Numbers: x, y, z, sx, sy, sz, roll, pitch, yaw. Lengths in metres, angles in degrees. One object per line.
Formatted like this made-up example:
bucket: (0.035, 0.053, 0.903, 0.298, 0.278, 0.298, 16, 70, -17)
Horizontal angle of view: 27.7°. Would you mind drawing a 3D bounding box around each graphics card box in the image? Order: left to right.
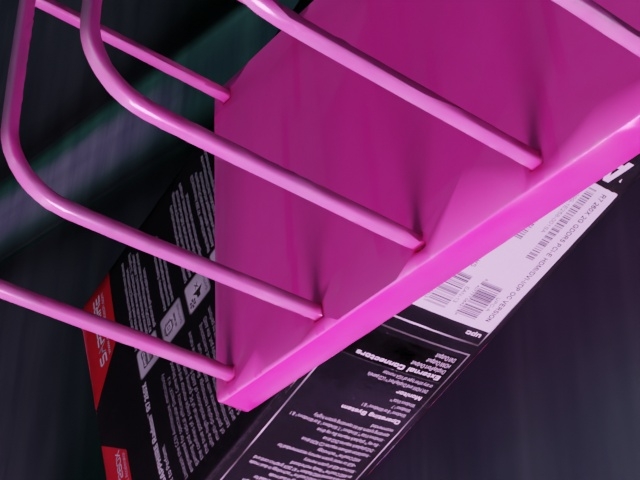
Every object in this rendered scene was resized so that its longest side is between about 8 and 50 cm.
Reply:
graphics card box: (0.000, 0.000, 0.731, 0.371, 0.094, 0.233, -53, 34, 25)

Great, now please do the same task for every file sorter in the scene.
file sorter: (-0.018, -0.096, 0.557, 0.291, 0.182, 0.202, -37, 42, 38)
